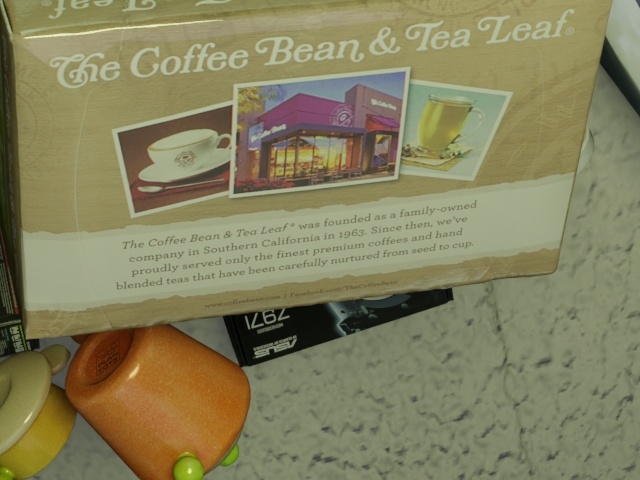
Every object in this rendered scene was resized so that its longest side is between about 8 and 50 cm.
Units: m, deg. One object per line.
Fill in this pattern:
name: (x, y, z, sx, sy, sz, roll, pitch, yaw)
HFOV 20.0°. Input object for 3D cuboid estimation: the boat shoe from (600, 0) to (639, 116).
boat shoe: (0.253, -0.202, 1.292, 0.156, 0.136, 0.367, -32, 123, 5)

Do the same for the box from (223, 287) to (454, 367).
box: (0.000, 0.000, 1.400, 0.180, 0.077, 0.147, -17, 133, -5)

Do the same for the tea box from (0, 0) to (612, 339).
tea box: (-0.044, -0.140, 1.098, 0.329, 0.323, 0.220, -6, 131, -13)

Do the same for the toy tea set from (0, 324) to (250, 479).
toy tea set: (-0.103, 0.040, 1.231, 0.200, 0.336, 0.124, -12, 135, 43)

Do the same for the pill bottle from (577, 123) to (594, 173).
pill bottle: (0.147, -0.115, 1.346, 0.087, 0.087, 0.160, -29, 132, 6)

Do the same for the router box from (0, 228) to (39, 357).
router box: (-0.258, 0.033, 1.309, 0.092, 0.122, 0.038, -12, 139, -8)
